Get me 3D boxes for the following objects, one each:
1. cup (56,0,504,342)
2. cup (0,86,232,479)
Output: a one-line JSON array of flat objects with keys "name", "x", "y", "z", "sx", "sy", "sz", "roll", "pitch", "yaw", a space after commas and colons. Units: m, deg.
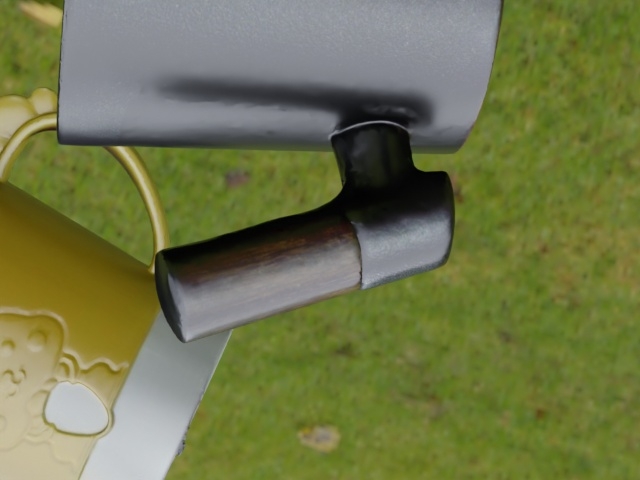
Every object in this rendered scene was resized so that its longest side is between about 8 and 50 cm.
[{"name": "cup", "x": -0.024, "y": -0.079, "z": 0.715, "sx": 0.177, "sy": 0.239, "sz": 0.166, "roll": 6, "pitch": -178, "yaw": -8}, {"name": "cup", "x": -0.167, "y": 0.041, "z": 0.953, "sx": 0.226, "sy": 0.241, "sz": 0.185, "roll": 26, "pitch": -175, "yaw": -2}]
